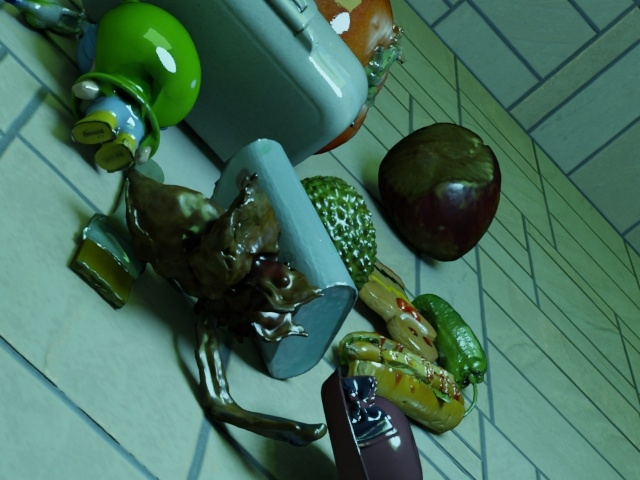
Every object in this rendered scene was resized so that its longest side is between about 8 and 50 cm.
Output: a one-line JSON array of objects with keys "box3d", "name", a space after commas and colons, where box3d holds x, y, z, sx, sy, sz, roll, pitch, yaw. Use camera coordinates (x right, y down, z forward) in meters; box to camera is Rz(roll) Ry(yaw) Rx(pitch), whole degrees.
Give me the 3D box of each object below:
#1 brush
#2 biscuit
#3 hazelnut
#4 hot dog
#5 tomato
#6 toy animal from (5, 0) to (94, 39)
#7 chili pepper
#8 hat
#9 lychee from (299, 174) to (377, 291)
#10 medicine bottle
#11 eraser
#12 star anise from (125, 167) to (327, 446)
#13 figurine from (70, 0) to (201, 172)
[{"box3d": [-0.214, -0.025, 1.591, 0.085, 0.020, 0.336, 44, 19, -16], "name": "brush"}, {"box3d": [0.108, 0.091, 2.038, 0.165, 0.036, 0.250, 36, 16, -34], "name": "biscuit"}, {"box3d": [0.193, -0.080, 2.403, 0.218, 0.218, 0.234, 42, 39, -24], "name": "hazelnut"}, {"box3d": [0.112, 0.179, 1.867, 0.250, 0.076, 0.104, 35, 24, -43], "name": "hot dog"}, {"box3d": [-0.044, -0.293, 2.094, 0.321, 0.321, 0.321, 43, 20, -20], "name": "tomato"}, {"box3d": [-0.313, -0.272, 1.782, 0.075, 0.041, 0.217, 17, 3, 25], "name": "toy animal"}, {"box3d": [0.203, 0.166, 2.118, 0.204, 0.073, 0.072, 62, 8, 28], "name": "chili pepper"}, {"box3d": [0.060, 0.229, 1.514, 0.205, 0.089, 0.205, -14, 90, -90], "name": "hat"}, {"box3d": [0.000, 0.000, 1.827, 0.171, 0.171, 0.171, 43, 20, -20], "name": "lychee"}, {"box3d": [-0.125, -0.261, 1.857, 0.375, 0.282, 0.123, 48, 48, -11], "name": "medicine bottle"}, {"box3d": [-0.053, 0.021, 1.656, 0.081, 0.174, 0.227, -7, 52, -29], "name": "eraser"}, {"box3d": [-0.086, 0.061, 1.496, 0.148, 0.237, 0.346, -17, 70, -29], "name": "star anise"}, {"box3d": [-0.225, -0.183, 1.705, 0.162, 0.143, 0.263, 48, 29, -26], "name": "figurine"}]
